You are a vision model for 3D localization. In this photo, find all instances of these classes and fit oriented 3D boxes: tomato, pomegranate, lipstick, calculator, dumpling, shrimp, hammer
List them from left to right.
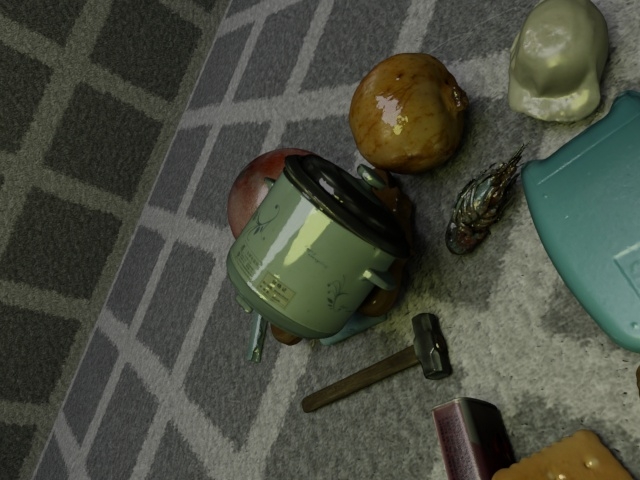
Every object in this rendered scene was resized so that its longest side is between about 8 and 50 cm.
[{"bbox_3d":[-0.084,-0.077,1.073,0.270,0.227,0.270,-39,30,28],"label":"tomato"},{"bbox_3d":[0.064,0.170,1.005,0.157,0.048,0.048,-33,47,36],"label":"lipstick"},{"bbox_3d":[0.085,0.259,0.936,0.365,0.043,0.111,-37,45,35],"label":"hammer"},{"bbox_3d":[0.175,-0.246,0.962,0.248,0.248,0.249,-28,50,40],"label":"pomegranate"},{"bbox_3d":[0.278,-0.072,0.830,0.079,0.090,0.233,-91,23,-54],"label":"shrimp"},{"bbox_3d":[0.386,-0.311,0.812,0.162,0.132,0.251,-9,73,41],"label":"dumpling"},{"bbox_3d":[0.430,-0.034,0.666,0.256,0.054,0.387,-40,44,30],"label":"calculator"}]

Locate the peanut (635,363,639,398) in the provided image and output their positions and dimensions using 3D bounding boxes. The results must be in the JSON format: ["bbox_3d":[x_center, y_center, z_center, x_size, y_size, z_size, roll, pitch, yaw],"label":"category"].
[{"bbox_3d":[0.418,0.217,0.507,0.108,0.095,0.226,-57,38,37],"label":"peanut"}]

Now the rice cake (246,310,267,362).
[{"bbox_3d":[-0.156,0.222,1.261,0.042,0.030,0.180,-12,62,45],"label":"rice cake"}]

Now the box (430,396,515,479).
[{"bbox_3d":[0.225,0.335,0.655,0.069,0.120,0.224,-33,45,31],"label":"box"}]

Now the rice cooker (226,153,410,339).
[{"bbox_3d":[0.000,0.000,0.835,0.316,0.264,0.317,-5,81,30],"label":"rice cooker"}]

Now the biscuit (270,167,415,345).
[{"bbox_3d":[0.043,0.050,1.062,0.394,0.076,0.369,-35,36,33],"label":"biscuit"}]

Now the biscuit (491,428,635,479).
[{"bbox_3d":[0.321,0.338,0.530,0.160,0.030,0.250,-20,42,-9],"label":"biscuit"}]
